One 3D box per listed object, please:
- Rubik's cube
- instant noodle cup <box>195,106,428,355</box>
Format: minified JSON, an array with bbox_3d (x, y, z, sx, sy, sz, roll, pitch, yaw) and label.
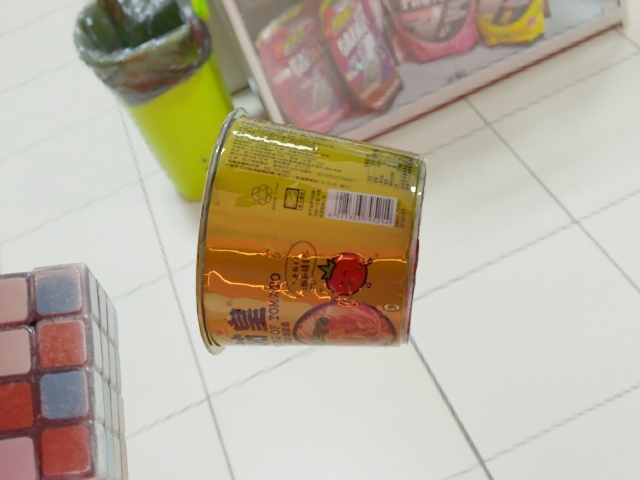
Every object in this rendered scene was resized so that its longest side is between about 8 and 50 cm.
[{"bbox_3d":[-0.382,0.187,1.183,0.253,0.259,0.256,-5,76,-7],"label":"Rubik's cube"},{"bbox_3d":[0.000,0.000,1.239,0.254,0.325,0.325,5,46,6],"label":"instant noodle cup"}]
